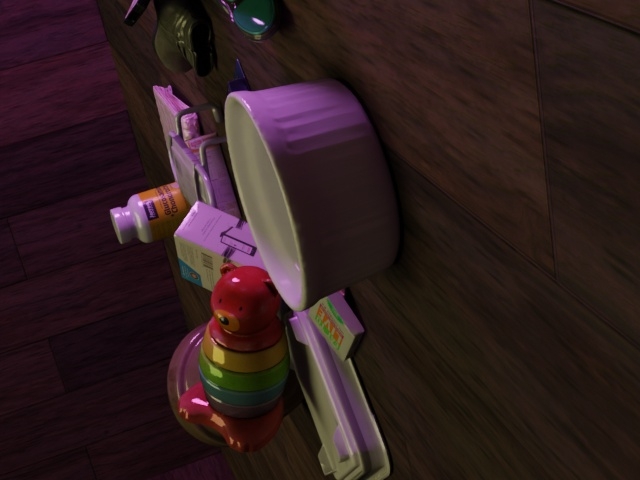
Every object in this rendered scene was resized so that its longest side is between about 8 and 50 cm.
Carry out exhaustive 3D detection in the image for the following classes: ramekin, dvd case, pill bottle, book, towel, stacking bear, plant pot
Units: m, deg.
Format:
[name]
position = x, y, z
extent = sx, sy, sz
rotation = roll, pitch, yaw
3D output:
[ramekin]
position = -0.010, -0.064, 1.363
extent = 0.277, 0.135, 0.277
rotation = 162, 90, -76
[dvd case]
position = -0.290, -0.474, 1.964
extent = 0.180, 0.022, 0.253
rotation = -65, 15, -3
[pill bottle]
position = -0.330, -0.055, 2.282
extent = 0.103, 0.184, 0.103
rotation = 161, 90, -75
[book]
position = 0.026, 0.121, 1.684
extent = 0.096, 0.035, 0.144
rotation = 56, 164, 15
[towel]
position = -0.306, -0.179, 2.619
extent = 0.317, 0.053, 0.332
rotation = -131, 26, -61
[stacking bear]
position = -0.127, 0.172, 1.832
extent = 0.175, 0.164, 0.289
rotation = 25, 129, 26
[plant pot]
position = -0.141, 0.271, 2.187
extent = 0.229, 0.263, 0.263
rotation = -20, 88, 60

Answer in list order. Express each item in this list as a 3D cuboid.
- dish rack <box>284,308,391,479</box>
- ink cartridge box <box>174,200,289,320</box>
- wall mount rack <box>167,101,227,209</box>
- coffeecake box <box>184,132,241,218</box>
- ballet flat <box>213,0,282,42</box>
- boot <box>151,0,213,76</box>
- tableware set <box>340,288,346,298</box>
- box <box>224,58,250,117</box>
[dish rack]
position = 0.010, 0.255, 1.865
extent = 0.285, 0.072, 0.333
rotation = 109, 142, -70
[ink cartridge box]
position = -0.139, 0.037, 1.913
extent = 0.203, 0.086, 0.148
rotation = 24, 150, 12
[wall mount rack]
position = -0.186, -0.085, 2.109
extent = 0.350, 0.130, 0.304
rotation = -131, 30, -60
[coffeecake box]
position = -0.234, -0.128, 2.352
extent = 0.142, 0.068, 0.185
rotation = -168, 61, -75
[ballet flat]
position = -0.095, -0.318, 1.541
extent = 0.203, 0.074, 0.074
rotation = 50, 156, 44
[boot]
position = -0.253, -0.361, 2.098
extent = 0.161, 0.083, 0.246
rotation = 59, 163, 27
[tableware set]
position = 0.000, 0.000, 1.664
extent = 0.141, 0.020, 0.168
rotation = -128, 23, -56
[box]
position = -0.121, -0.179, 1.891
extent = 0.136, 0.036, 0.225
rotation = 113, 139, -71
